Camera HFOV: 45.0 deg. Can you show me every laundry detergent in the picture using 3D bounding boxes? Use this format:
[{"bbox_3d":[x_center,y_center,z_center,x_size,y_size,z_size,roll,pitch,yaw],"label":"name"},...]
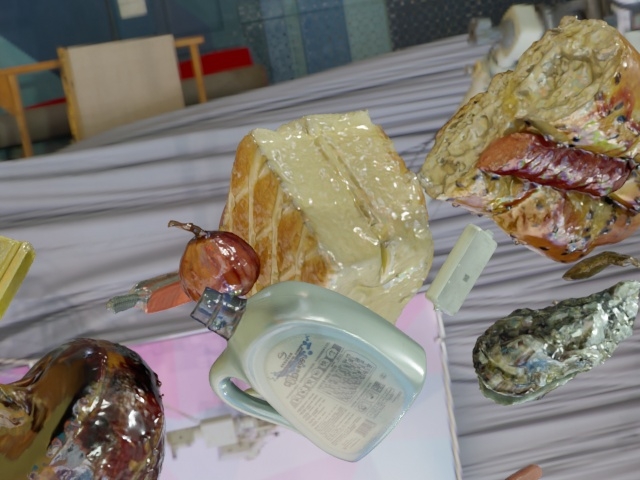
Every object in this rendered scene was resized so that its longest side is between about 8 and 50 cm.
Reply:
[{"bbox_3d":[-0.034,0.150,0.944,0.215,0.280,0.105,-57,-166,32],"label":"laundry detergent"}]

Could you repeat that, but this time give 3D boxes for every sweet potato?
[{"bbox_3d":[0.517,0.046,1.436,0.153,0.038,0.041,-20,-80,43],"label":"sweet potato"}]

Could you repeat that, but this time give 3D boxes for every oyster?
[{"bbox_3d":[0.433,0.174,1.407,0.162,0.350,0.158,60,-4,18],"label":"oyster"}]

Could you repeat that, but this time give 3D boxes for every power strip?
[{"bbox_3d":[0.386,0.084,2.115,0.118,0.270,0.046,35,-5,-42],"label":"power strip"}]

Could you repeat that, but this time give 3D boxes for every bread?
[{"bbox_3d":[0.000,0.000,1.491,0.371,0.279,0.390,60,-33,30],"label":"bread"}]

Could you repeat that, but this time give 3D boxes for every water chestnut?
[{"bbox_3d":[-0.412,0.304,1.219,0.302,0.350,0.350,47,14,-30],"label":"water chestnut"}]

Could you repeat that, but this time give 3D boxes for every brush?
[{"bbox_3d":[-0.345,0.117,1.681,0.323,0.051,0.070,-16,133,-60],"label":"brush"}]

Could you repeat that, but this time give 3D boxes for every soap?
[{"bbox_3d":[-0.487,0.100,1.051,0.037,0.092,0.252,99,9,-57],"label":"soap"}]

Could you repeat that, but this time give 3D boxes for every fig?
[{"bbox_3d":[-0.167,0.035,1.177,0.150,0.128,0.128,38,-11,7],"label":"fig"}]

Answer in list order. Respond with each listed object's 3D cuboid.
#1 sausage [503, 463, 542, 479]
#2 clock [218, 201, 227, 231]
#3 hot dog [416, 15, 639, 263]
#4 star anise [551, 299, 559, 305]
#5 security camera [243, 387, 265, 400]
[{"bbox_3d":[0.350,0.418,1.345,0.147,0.030,0.035,-2,78,-55],"label":"sausage"},{"bbox_3d":[-0.093,-0.029,1.843,0.080,0.318,0.319,51,25,-66],"label":"clock"},{"bbox_3d":[0.412,-0.121,1.230,0.367,0.365,0.196,-41,-139,33],"label":"hot dog"},{"bbox_3d":[0.544,0.244,1.820,0.063,0.208,0.172,50,-6,-26],"label":"star anise"},{"bbox_3d":[-0.024,0.328,1.642,0.157,0.301,0.080,42,53,-53],"label":"security camera"}]
